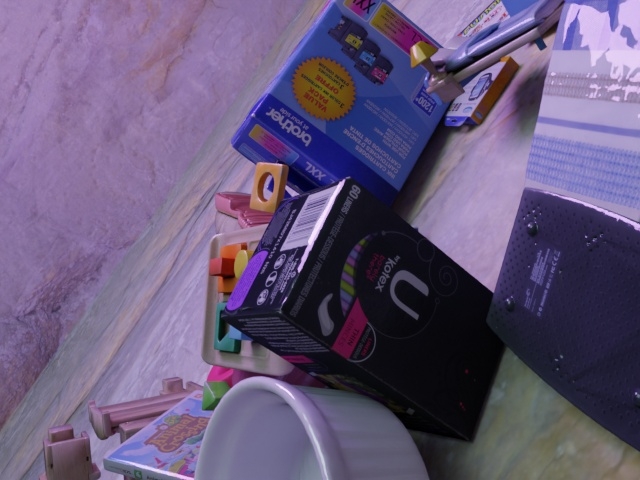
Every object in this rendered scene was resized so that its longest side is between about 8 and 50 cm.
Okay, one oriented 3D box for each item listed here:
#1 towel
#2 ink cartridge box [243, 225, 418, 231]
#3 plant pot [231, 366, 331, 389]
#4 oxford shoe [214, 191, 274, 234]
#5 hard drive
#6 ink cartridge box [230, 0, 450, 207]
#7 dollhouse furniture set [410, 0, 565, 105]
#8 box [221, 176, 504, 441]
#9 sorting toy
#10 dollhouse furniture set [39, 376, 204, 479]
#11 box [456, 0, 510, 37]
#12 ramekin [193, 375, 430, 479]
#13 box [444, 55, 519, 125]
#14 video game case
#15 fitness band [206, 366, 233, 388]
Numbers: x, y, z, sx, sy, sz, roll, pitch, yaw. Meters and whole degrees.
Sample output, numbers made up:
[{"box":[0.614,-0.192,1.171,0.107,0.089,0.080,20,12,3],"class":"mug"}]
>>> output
[{"box":[0.287,-0.105,0.687,0.209,0.034,0.285,-145,61,-67],"class":"towel"},{"box":[0.000,0.000,1.060,0.224,0.223,0.045,-7,83,60],"class":"ink cartridge box"},{"box":[-0.032,0.148,0.957,0.180,0.201,0.201,-62,19,23],"class":"plant pot"},{"box":[-0.127,0.004,1.451,0.397,0.140,0.147,-143,59,-62],"class":"oxford shoe"},{"box":[0.250,0.058,0.615,0.255,0.054,0.172,-134,53,-65],"class":"hard drive"},{"box":[0.038,-0.203,1.154,0.396,0.270,0.151,-59,11,-19],"class":"ink cartridge box"},{"box":[0.272,-0.371,0.944,0.303,0.198,0.286,-42,13,-36],"class":"dollhouse furniture set"},{"box":[0.058,0.081,0.751,0.143,0.270,0.165,-12,47,57],"class":"box"},{"box":[-0.101,0.069,0.855,0.196,0.047,0.348,-7,77,52],"class":"sorting toy"},{"box":[-0.327,0.365,1.164,0.355,0.303,0.174,-6,89,62],"class":"dollhouse furniture set"},{"box":[0.322,-0.390,1.208,0.207,0.036,0.114,-41,26,27],"class":"box"},{"box":[-0.012,0.277,0.677,0.277,0.135,0.277,-17,69,54],"class":"ramekin"},{"box":[0.261,-0.240,1.129,0.136,0.028,0.081,-57,23,-2],"class":"box"},{"box":[-0.154,0.274,0.944,0.193,0.023,0.212,4,16,25],"class":"video game case"},{"box":[-0.087,0.146,1.176,0.291,0.054,0.209,-48,20,-16],"class":"fitness band"}]
